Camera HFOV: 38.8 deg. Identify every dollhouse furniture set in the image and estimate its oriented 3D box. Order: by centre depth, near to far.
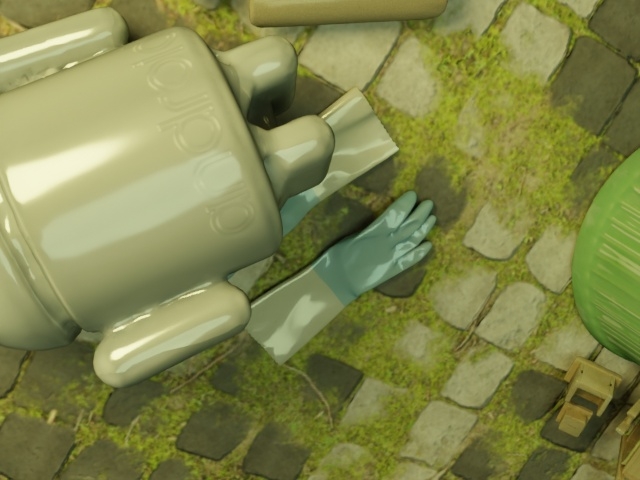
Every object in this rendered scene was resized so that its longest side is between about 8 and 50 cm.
[{"bbox_3d":[0.345,0.233,1.092,0.161,0.101,0.181,26,125,9],"label":"dollhouse furniture set"}]

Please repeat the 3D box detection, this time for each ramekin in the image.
[{"bbox_3d":[0.442,0.032,0.978,0.304,0.148,0.303,-7,114,-15],"label":"ramekin"}]

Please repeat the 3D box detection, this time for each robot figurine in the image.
[{"bbox_3d":[-0.168,-0.040,0.721,0.354,0.200,0.299,-24,79,-7],"label":"robot figurine"}]

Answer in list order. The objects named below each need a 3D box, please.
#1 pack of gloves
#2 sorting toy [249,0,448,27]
[{"bbox_3d":[0.000,0.000,0.881,0.232,0.046,0.195,-38,118,1],"label":"pack of gloves"},{"bbox_3d":[0.025,-0.282,0.767,0.348,0.047,0.196,-6,119,-15],"label":"sorting toy"}]
